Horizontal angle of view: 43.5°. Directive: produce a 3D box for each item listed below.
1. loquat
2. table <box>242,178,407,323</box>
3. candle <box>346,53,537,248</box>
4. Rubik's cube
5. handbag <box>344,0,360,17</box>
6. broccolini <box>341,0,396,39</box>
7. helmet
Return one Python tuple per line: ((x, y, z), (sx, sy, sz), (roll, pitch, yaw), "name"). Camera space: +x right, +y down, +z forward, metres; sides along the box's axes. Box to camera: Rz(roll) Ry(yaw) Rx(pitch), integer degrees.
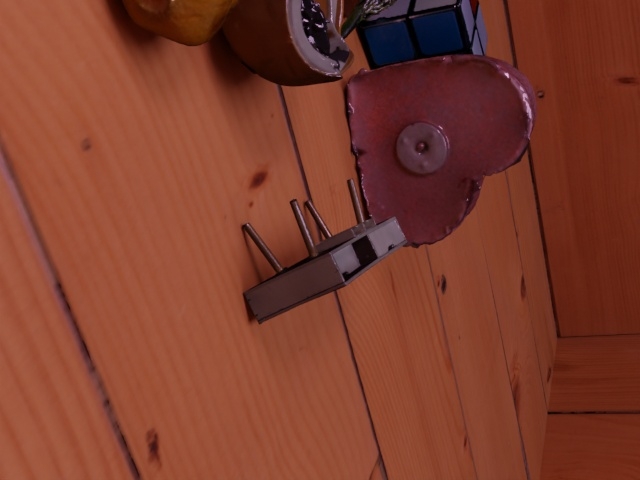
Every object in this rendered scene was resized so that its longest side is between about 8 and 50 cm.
((-0.131, -0.250, 0.742), (0.137, 0.113, 0.137), (40, 31, -30), "loquat")
((0.000, 0.000, 0.979), (0.111, 0.122, 0.240), (65, 24, -1), "table")
((0.166, -0.167, 1.271), (0.317, 0.287, 0.131), (-57, 173, 23), "candle")
((0.185, -0.367, 1.408), (0.180, 0.183, 0.167), (-71, 148, -42), "Rubik's cube")
((0.051, -0.465, 1.257), (0.151, 0.072, 0.193), (37, 53, -60), "handbag")
((0.046, -0.314, 1.156), (0.051, 0.054, 0.239), (45, 59, -11), "broccolini")
((-0.046, -0.269, 0.907), (0.224, 0.130, 0.198), (-82, 159, -52), "helmet")
